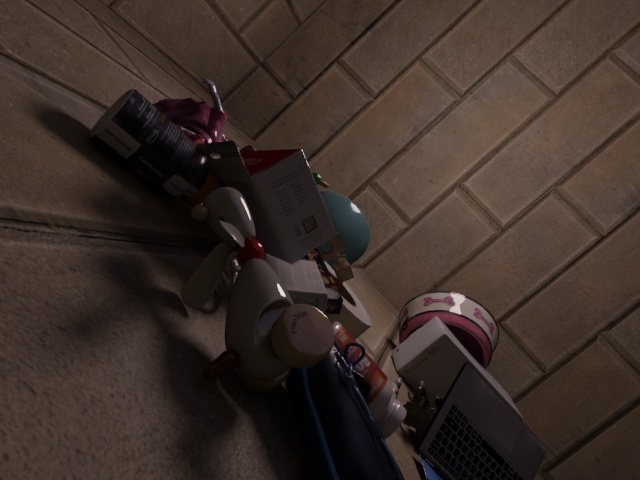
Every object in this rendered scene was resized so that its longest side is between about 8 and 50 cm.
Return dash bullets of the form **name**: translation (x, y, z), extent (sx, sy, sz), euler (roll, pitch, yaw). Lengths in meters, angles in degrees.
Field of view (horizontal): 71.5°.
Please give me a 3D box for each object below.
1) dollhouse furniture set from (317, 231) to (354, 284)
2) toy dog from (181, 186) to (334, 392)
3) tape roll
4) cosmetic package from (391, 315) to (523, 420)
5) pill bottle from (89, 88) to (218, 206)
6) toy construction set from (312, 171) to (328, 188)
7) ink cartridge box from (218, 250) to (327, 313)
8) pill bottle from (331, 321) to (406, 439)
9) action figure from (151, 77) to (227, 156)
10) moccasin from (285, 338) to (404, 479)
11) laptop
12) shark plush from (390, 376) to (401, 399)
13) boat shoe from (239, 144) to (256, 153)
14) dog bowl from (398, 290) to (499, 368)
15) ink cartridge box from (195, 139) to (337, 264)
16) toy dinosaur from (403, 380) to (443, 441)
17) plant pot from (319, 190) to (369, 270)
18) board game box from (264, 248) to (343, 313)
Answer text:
- **dollhouse furniture set**: translation (0.007, 0.028, 1.312), extent (0.182, 0.101, 0.161), euler (-120, -171, -62)
- **toy dog**: translation (-0.131, 0.076, 0.646), extent (0.161, 0.220, 0.334), euler (-6, 38, -41)
- **tape roll**: translation (0.021, 0.166, 1.290), extent (0.286, 0.100, 0.286), euler (46, 8, -8)
- **cosmetic package**: translation (0.500, 0.531, 1.647), extent (0.453, 0.230, 0.161), euler (46, 11, -9)
- **pill bottle**: translation (-0.327, -0.176, 0.914), extent (0.246, 0.130, 0.130), euler (43, 9, -33)
- **toy construction set**: translation (-0.185, -0.164, 1.439), extent (0.237, 0.257, 0.309), euler (27, 5, -34)
- **ink cartridge box**: translation (-0.108, 0.083, 0.923), extent (0.225, 0.056, 0.181), euler (5, 17, -10)
- **pill bottle**: translation (0.058, 0.271, 0.849), extent (0.216, 0.121, 0.121), euler (48, 7, 4)
- **action figure**: translation (-0.369, -0.280, 1.215), extent (0.370, 0.248, 0.275), euler (-123, -164, -55)
- **moccasin**: translation (0.022, 0.248, 0.685), extent (0.117, 0.137, 0.342), euler (-1, 42, -19)
- **laptop**: translation (0.427, 0.571, 1.011), extent (0.382, 0.408, 0.236), euler (47, -24, -15)
- **shark plush**: translation (0.194, 0.418, 1.170), extent (0.161, 0.073, 0.067), euler (-114, -168, -82)
- **boat shoe**: translation (-0.270, -0.248, 1.755), extent (0.130, 0.132, 0.355), euler (55, 10, -41)
- **dog bowl**: translation (0.505, 0.411, 1.806), extent (0.408, 0.408, 0.150), euler (47, 35, -9)
- **ink cartridge box**: translation (-0.137, -0.117, 0.995), extent (0.309, 0.130, 0.272), euler (17, -45, 57)
- **toy dinosaur**: translation (0.302, 0.516, 1.158), extent (0.160, 0.121, 0.313), euler (-13, 74, -61)
- **plant pot**: translation (0.000, 0.000, 1.532), extent (0.290, 0.290, 0.195), euler (48, 39, -3)
- **board game box**: translation (-0.060, 0.087, 1.075), extent (0.165, 0.042, 0.243), euler (4, 27, -19)
